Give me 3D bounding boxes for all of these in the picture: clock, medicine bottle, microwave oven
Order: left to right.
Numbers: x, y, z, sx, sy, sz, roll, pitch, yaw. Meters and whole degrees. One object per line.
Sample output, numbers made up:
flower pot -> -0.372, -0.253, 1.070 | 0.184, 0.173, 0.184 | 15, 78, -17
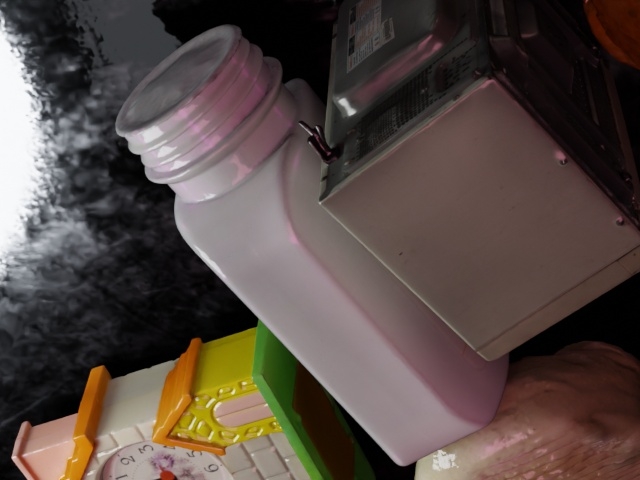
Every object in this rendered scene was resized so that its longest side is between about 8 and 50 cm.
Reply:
clock -> -0.110, 0.192, 1.223 | 0.255, 0.106, 0.220 | -19, 121, 15
medicine bottle -> 0.000, 0.000, 1.042 | 0.124, 0.179, 0.324 | -28, 119, 23
microwave oven -> 0.101, -0.080, 0.947 | 0.145, 0.240, 0.194 | -33, 117, 23

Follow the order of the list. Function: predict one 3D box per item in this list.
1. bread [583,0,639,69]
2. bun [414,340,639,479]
bread -> 0.303, -0.205, 0.872 | 0.312, 0.172, 0.312 | -11, 127, -15
bun -> 0.172, 0.160, 1.173 | 0.210, 0.116, 0.237 | -31, 146, 10
